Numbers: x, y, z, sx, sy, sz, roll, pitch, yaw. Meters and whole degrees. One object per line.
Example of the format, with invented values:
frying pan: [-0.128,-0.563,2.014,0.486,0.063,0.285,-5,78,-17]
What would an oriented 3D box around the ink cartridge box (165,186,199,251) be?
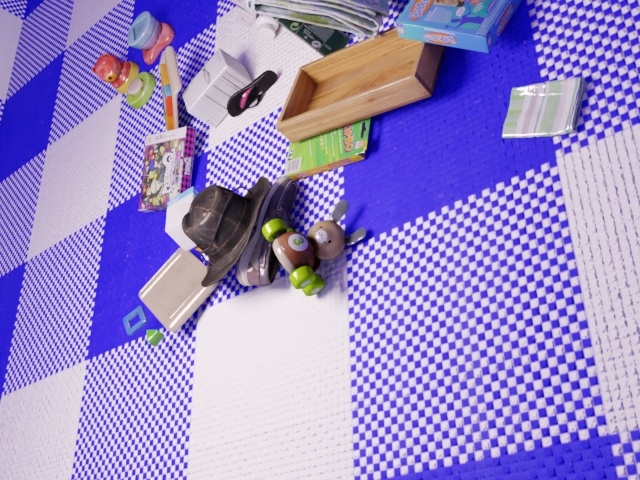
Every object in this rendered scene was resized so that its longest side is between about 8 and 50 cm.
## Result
ink cartridge box: [-0.342,-0.050,2.051,0.090,0.092,0.143,-28,37,17]

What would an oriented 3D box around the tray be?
tray: [0.091,-0.364,1.793,0.411,0.076,0.203,-13,48,43]

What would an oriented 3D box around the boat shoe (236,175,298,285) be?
boat shoe: [-0.102,-0.018,1.824,0.092,0.103,0.285,12,64,22]

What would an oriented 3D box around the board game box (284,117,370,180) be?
board game box: [0.022,-0.226,1.845,0.259,0.039,0.124,-14,59,44]

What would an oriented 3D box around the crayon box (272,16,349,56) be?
crayon box: [-0.069,-0.607,2.016,0.081,0.202,0.318,-46,42,18]

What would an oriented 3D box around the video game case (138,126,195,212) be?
video game case: [-0.445,-0.202,2.275,0.210,0.042,0.232,-2,80,45]

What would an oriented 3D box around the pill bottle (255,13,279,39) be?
pill bottle: [-0.149,-0.626,2.207,0.067,0.067,0.120,-20,57,38]

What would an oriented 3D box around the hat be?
hat: [-0.252,-0.043,1.860,0.331,0.134,0.331,-53,20,28]

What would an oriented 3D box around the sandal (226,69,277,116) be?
sandal: [-0.186,-0.392,2.128,0.179,0.067,0.040,-36,59,24]

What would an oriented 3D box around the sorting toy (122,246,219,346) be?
sorting toy: [-0.360,0.128,2.029,0.348,0.047,0.196,-49,46,-6]

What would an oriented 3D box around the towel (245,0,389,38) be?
towel: [-0.006,-0.616,1.834,0.374,0.320,0.090,-90,14,-47]

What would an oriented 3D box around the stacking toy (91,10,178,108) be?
stacking toy: [-0.629,-0.612,2.647,0.309,0.130,0.279,-49,42,16]

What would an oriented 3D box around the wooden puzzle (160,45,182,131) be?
wooden puzzle: [-0.452,-0.423,2.347,0.239,0.044,0.221,104,156,-45]

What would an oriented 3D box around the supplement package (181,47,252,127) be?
supplement package: [-0.293,-0.430,2.223,0.179,0.105,0.105,-45,41,19]

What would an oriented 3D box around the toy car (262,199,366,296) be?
toy car: [0.000,0.000,1.683,0.188,0.149,0.155,-33,69,5]

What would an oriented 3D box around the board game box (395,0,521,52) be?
board game box: [0.284,-0.472,1.620,0.210,0.047,0.160,21,65,32]

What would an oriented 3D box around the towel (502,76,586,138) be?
towel: [0.413,-0.246,1.463,0.152,0.023,0.113,2,71,46]

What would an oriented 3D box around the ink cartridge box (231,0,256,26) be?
ink cartridge box: [-0.206,-0.735,2.328,0.180,0.060,0.104,-56,42,8]
